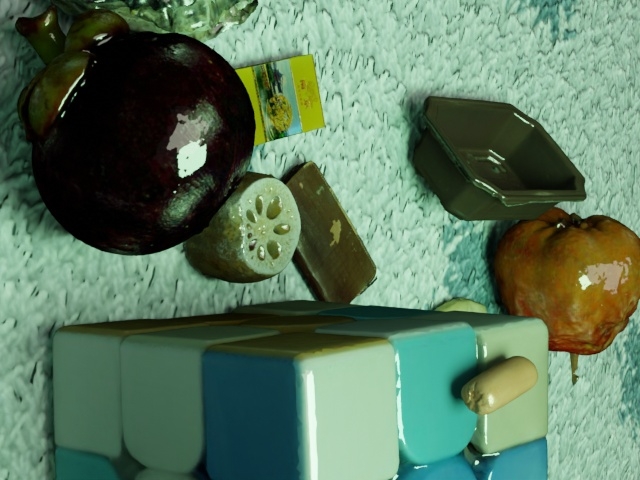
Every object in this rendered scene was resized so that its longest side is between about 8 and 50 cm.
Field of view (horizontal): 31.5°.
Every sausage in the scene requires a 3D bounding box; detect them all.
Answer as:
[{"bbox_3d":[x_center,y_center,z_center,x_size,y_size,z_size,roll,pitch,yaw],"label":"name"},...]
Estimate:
[{"bbox_3d":[0.153,0.123,0.967,0.083,0.034,0.034,-20,104,-43],"label":"sausage"}]

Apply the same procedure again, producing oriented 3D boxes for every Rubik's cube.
[{"bbox_3d":[-0.017,0.242,1.064,0.344,0.347,0.347,-4,92,-45],"label":"Rubik's cube"}]

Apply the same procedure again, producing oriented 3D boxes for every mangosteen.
[{"bbox_3d":[-0.181,-0.109,1.016,0.250,0.211,0.211,45,54,0],"label":"mangosteen"}]

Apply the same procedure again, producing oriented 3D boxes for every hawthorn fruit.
[{"bbox_3d":[0.342,0.081,1.550,0.207,0.207,0.243,-21,113,-44],"label":"hawthorn fruit"}]

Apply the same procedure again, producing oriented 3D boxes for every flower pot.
[{"bbox_3d":[0.219,-0.092,1.463,0.251,0.084,0.179,-3,51,-45],"label":"flower pot"}]

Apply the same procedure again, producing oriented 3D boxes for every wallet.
[{"bbox_3d":[0.000,0.000,1.310,0.095,0.026,0.176,-48,120,-28],"label":"wallet"}]

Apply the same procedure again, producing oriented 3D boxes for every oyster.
[{"bbox_3d":[-0.180,-0.278,1.050,0.351,0.158,0.162,9,49,-59],"label":"oyster"}]

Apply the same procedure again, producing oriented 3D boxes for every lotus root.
[{"bbox_3d":[-0.076,-0.017,1.187,0.112,0.081,0.122,-5,92,-44],"label":"lotus root"}]

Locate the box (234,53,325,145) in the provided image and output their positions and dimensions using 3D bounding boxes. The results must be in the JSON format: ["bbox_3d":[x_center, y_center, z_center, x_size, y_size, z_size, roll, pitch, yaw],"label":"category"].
[{"bbox_3d":[-0.059,-0.152,1.252,0.155,0.023,0.087,-21,102,-45],"label":"box"}]

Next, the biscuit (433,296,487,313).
[{"bbox_3d":[0.165,0.194,1.472,0.188,0.040,0.265,40,62,-36],"label":"biscuit"}]
